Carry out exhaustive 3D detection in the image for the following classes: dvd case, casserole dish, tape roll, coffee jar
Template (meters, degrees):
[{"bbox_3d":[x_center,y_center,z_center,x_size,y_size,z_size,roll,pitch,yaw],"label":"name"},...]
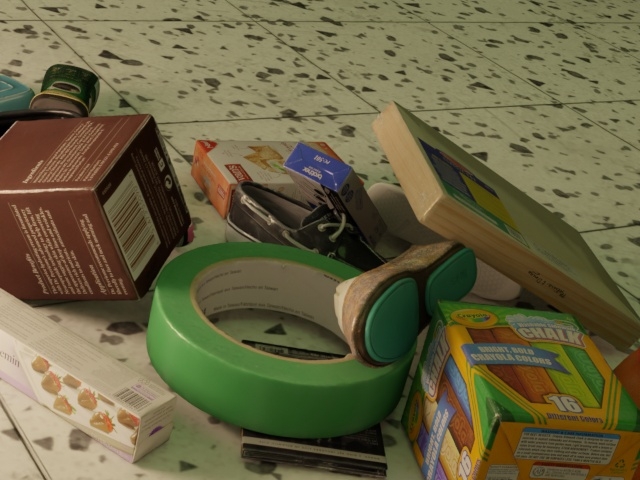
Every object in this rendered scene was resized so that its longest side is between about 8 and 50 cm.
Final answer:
[{"bbox_3d":[-0.013,0.193,1.393,0.164,0.018,0.221,10,26,-9],"label":"dvd case"},{"bbox_3d":[-0.550,-0.234,1.955,0.114,0.037,0.188,27,31,26],"label":"casserole dish"},{"bbox_3d":[-0.046,0.111,1.434,0.321,0.077,0.321,11,25,-5],"label":"tape roll"},{"bbox_3d":[-0.419,-0.221,1.939,0.096,0.079,0.184,13,26,-8],"label":"coffee jar"}]

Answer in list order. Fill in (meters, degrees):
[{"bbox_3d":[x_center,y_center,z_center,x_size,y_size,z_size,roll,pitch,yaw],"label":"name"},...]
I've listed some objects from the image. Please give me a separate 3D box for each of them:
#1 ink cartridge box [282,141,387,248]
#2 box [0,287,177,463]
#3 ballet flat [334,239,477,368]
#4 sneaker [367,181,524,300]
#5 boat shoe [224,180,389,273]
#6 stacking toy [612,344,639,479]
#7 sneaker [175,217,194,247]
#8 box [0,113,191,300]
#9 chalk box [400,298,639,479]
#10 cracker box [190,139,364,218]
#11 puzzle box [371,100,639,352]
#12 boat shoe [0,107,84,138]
[{"bbox_3d":[0.024,-0.061,1.730,0.097,0.046,0.207,27,-12,27],"label":"ink cartridge box"},{"bbox_3d":[-0.303,0.136,1.324,0.324,0.063,0.067,26,28,24],"label":"box"},{"bbox_3d":[0.081,0.072,1.400,0.106,0.107,0.316,5,14,29],"label":"ballet flat"},{"bbox_3d":[0.219,-0.014,1.800,0.296,0.104,0.147,34,31,33],"label":"sneaker"},{"bbox_3d":[0.000,0.000,1.676,0.301,0.102,0.108,27,30,25],"label":"boat shoe"},{"bbox_3d":[0.504,0.096,1.302,0.350,0.480,0.350,11,27,-5],"label":"stacking toy"},{"bbox_3d":[-0.252,-0.028,1.665,0.170,0.063,0.075,25,29,32],"label":"sneaker"},{"bbox_3d":[-0.297,-0.040,1.449,0.203,0.168,0.167,0,38,22],"label":"box"},{"bbox_3d":[0.209,0.185,1.330,0.180,0.179,0.289,5,28,-16],"label":"chalk box"},{"bbox_3d":[-0.069,-0.098,1.874,0.232,0.067,0.156,-3,30,-27],"label":"cracker box"},{"bbox_3d":[0.262,-0.021,1.671,0.409,0.052,0.272,31,21,-27],"label":"puzzle box"},{"bbox_3d":[-0.546,-0.116,1.603,0.500,0.156,0.187,-1,32,-22],"label":"boat shoe"}]
